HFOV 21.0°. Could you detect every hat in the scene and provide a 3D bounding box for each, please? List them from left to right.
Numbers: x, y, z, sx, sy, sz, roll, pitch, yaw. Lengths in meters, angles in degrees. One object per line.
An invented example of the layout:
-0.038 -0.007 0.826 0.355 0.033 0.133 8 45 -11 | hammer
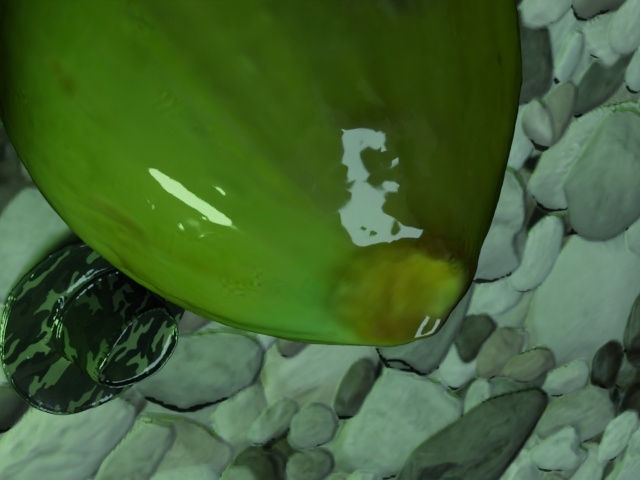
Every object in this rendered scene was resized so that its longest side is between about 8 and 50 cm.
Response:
-0.108 0.049 0.908 0.121 0.050 0.121 -20 130 -25 | hat

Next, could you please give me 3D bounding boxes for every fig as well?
-0.013 -0.069 0.754 0.239 0.271 0.239 -24 149 -16 | fig
